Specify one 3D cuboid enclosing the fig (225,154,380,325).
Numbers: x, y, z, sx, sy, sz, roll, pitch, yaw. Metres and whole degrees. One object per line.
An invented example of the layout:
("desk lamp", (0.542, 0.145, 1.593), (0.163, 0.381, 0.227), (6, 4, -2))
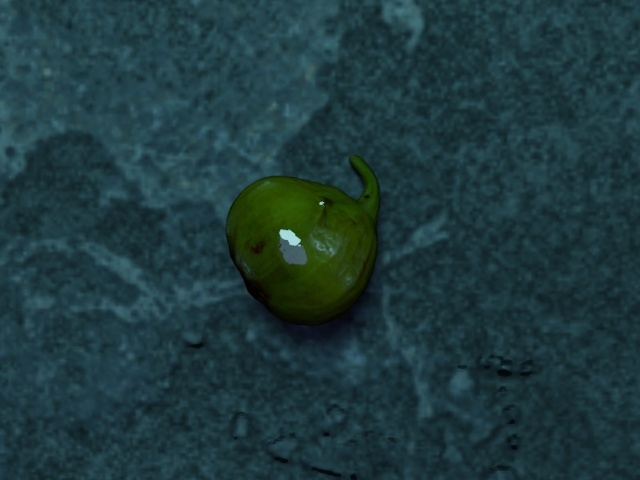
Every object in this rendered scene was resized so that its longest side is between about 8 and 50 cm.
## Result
("fig", (0.000, 0.000, 0.423), (0.098, 0.082, 0.084), (-28, 56, -11))
